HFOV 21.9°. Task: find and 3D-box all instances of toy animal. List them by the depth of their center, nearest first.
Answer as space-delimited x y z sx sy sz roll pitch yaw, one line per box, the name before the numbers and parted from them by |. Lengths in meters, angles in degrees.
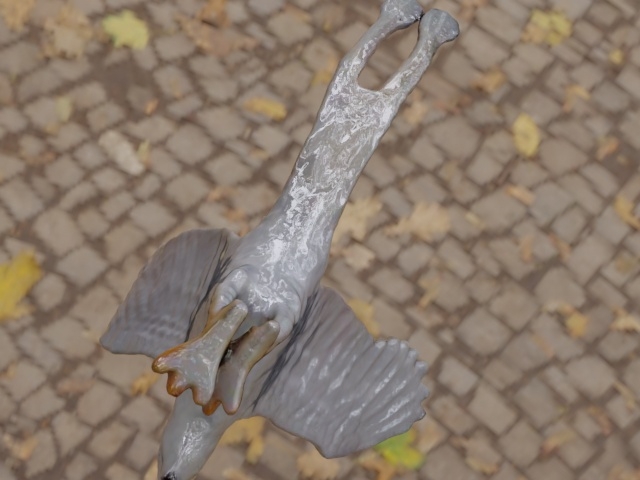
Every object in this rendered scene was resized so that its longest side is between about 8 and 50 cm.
toy animal | -0.006 0.009 1.009 0.225 0.284 0.302 26 20 3
